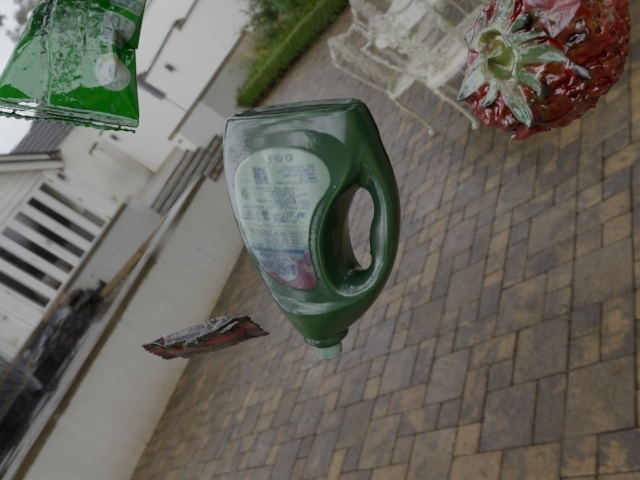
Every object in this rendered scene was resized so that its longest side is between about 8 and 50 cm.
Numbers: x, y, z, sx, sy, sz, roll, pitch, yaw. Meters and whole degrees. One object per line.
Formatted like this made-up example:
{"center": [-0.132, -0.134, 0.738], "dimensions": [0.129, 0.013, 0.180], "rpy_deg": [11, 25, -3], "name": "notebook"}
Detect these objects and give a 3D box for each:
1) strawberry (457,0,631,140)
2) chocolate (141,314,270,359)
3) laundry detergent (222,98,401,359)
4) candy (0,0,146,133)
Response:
{"center": [0.266, -0.217, 0.675], "dimensions": [0.201, 0.187, 0.184], "rpy_deg": [-21, 19, -31], "name": "strawberry"}
{"center": [-0.171, 0.149, 0.885], "dimensions": [0.182, 0.086, 0.028], "rpy_deg": [-18, 58, 11], "name": "chocolate"}
{"center": [0.000, 0.000, 0.468], "dimensions": [0.137, 0.211, 0.063], "rpy_deg": [-1, 22, 26], "name": "laundry detergent"}
{"center": [-0.235, -0.206, 0.590], "dimensions": [0.078, 0.141, 0.203], "rpy_deg": [60, -142, -72], "name": "candy"}
